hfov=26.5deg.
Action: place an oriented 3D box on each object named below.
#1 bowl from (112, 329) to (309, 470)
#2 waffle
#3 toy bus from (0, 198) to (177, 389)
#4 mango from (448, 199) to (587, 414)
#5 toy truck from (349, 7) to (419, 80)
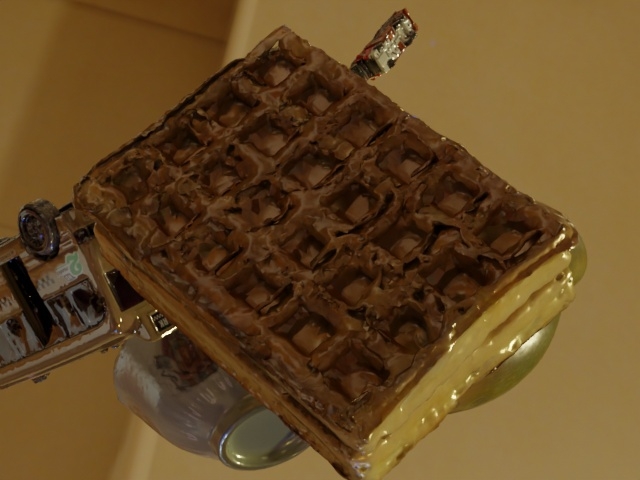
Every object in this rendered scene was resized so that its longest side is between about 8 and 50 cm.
[{"bbox_3d":[-0.088,0.193,1.767,0.157,0.337,0.337,63,-34,38],"label":"bowl"},{"bbox_3d":[0.000,-0.001,0.921,0.213,0.308,0.091,-41,145,-15],"label":"waffle"},{"bbox_3d":[-0.236,0.040,1.280,0.289,0.157,0.139,-23,-175,45],"label":"toy bus"},{"bbox_3d":[0.133,0.039,1.139,0.289,0.146,0.129,-49,158,-54],"label":"mango"},{"bbox_3d":[0.047,-0.145,1.026,0.032,0.024,0.083,-16,-152,38],"label":"toy truck"}]
